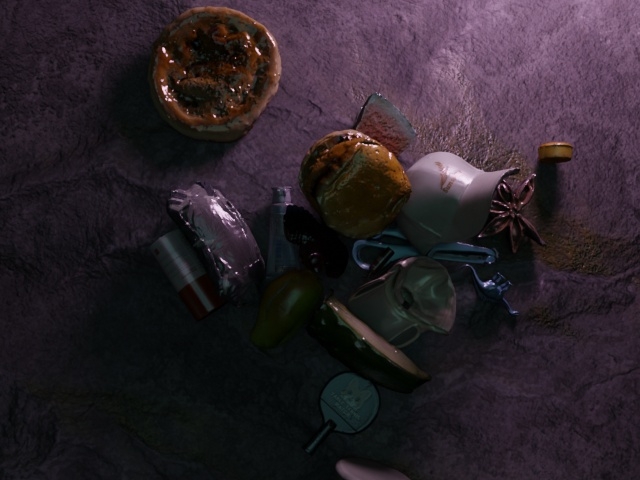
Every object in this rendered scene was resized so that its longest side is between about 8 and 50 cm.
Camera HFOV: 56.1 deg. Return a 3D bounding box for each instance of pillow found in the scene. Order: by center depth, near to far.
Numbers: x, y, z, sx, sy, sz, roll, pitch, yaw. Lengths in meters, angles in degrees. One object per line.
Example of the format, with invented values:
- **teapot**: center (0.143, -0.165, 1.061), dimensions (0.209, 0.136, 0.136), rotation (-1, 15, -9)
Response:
- **pillow**: center (-0.244, 0.006, 1.458), dimensions (0.161, 0.092, 0.335), rotation (-30, 86, -34)

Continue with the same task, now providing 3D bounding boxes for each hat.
- **hat**: center (0.302, -0.118, 1.390), dimensions (0.168, 0.301, 0.258), rotation (39, 71, -16)
- **hat**: center (0.197, 0.147, 1.473), dimensions (0.225, 0.164, 0.220), rotation (-21, 108, 36)

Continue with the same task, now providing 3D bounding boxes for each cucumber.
- **cucumber**: center (0.106, 0.270, 1.422), dimensions (0.325, 0.105, 0.145), rotation (38, 118, -1)

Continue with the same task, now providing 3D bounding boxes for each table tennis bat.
- **table tennis bat**: center (0.045, 0.428, 1.472), dimensions (0.150, 0.027, 0.236), rotation (42, 84, 3)

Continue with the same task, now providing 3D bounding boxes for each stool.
- **stool**: center (0.102, 0.627, 1.369), dimensions (0.195, 0.195, 0.199), rotation (17, 86, 1)

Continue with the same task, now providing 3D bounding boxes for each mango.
- **mango**: center (-0.091, 0.165, 1.454), dimensions (0.125, 0.111, 0.233), rotation (44, 98, 15)

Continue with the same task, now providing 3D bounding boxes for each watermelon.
- **watermelon**: center (0.118, -0.227, 1.508), dimensions (0.154, 0.094, 0.241), rotation (36, 87, -7)

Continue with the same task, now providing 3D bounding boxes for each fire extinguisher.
- **fire extinguisher**: center (0.148, 0.065, 1.467), dimensions (0.046, 0.032, 0.100), rotation (41, 88, 18)

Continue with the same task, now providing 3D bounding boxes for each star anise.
- **star anise**: center (0.465, -0.068, 1.503), dimensions (0.171, 0.063, 0.208), rotation (-10, 88, 3)

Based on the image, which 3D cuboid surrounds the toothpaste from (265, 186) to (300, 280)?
- **toothpaste**: center (-0.095, -0.016, 1.498), dimensions (0.089, 0.057, 0.234), rotation (-1, 91, -2)

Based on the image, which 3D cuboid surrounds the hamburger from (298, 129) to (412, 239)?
- **hamburger**: center (0.076, -0.133, 1.402), dimensions (0.244, 0.163, 0.245), rotation (-5, 108, -14)

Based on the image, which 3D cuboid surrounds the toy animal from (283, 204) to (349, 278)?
- **toy animal**: center (-0.001, 0.004, 1.424), dimensions (0.116, 0.179, 0.218), rotation (-41, 107, 9)

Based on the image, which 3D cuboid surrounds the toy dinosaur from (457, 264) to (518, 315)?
- **toy dinosaur**: center (0.426, 0.118, 1.487), dimensions (0.197, 0.045, 0.080), rotation (39, 102, -7)

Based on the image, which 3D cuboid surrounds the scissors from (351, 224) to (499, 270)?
- **scissors**: center (0.251, 0.007, 1.505), dimensions (0.392, 0.032, 0.180), rotation (10, 87, 1)

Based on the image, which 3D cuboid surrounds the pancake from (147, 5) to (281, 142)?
- **pancake**: center (-0.273, -0.424, 1.525), dimensions (0.355, 0.065, 0.357), rotation (0, 89, -1)

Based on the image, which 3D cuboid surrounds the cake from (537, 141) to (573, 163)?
- **cake**: center (0.589, -0.220, 1.504), dimensions (0.083, 0.084, 0.044), rotation (0, 88, 0)

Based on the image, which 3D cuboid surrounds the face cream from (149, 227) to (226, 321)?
- **face cream**: center (-0.320, 0.084, 1.463), dimensions (0.095, 0.096, 0.214), rotation (-34, 86, -3)
